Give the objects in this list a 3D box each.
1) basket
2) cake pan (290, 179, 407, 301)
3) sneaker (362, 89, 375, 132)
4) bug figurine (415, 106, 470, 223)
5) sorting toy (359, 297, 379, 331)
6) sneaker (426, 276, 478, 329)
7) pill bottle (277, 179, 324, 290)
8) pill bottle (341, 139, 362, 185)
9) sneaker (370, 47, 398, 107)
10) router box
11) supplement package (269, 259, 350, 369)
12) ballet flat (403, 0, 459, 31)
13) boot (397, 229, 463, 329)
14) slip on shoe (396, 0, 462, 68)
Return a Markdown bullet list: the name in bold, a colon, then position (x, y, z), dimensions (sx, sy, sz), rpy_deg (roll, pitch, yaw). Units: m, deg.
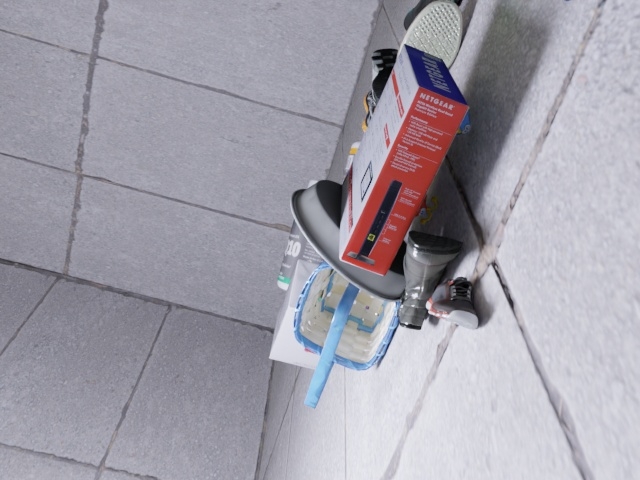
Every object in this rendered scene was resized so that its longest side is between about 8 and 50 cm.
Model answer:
- **basket**: position (0.045, 0.162, 1.370), dimensions (0.289, 0.201, 0.255), rpy_deg (-65, -5, -61)
- **cake pan**: position (0.072, -0.010, 1.311), dimensions (0.054, 0.293, 0.293), rpy_deg (-47, 16, 21)
- **sneaker**: position (0.188, -0.421, 2.195), dimensions (0.083, 0.084, 0.215), rpy_deg (-49, 26, 45)
- **bug figurine**: position (0.213, -0.177, 1.269), dimensions (0.216, 0.072, 0.279), rpy_deg (-79, 8, -48)
- **sorting toy**: position (0.106, 0.170, 1.564), dimensions (0.061, 0.042, 0.102), rpy_deg (118, 166, -66)
- **sneaker**: position (0.186, 0.080, 0.962), dimensions (0.158, 0.061, 0.065), rpy_deg (-140, 72, -83)
- **pill bottle**: position (0.000, 0.000, 2.227), dimensions (0.204, 0.204, 0.361), rpy_deg (-161, 86, -84)
- **pill bottle**: position (0.113, -0.072, 1.542), dimensions (0.162, 0.162, 0.278), rpy_deg (-147, 71, -84)
- **sneaker**: position (0.201, -0.410, 1.925), dimensions (0.330, 0.122, 0.146), rpy_deg (-85, -7, -55)
- **router box**: position (0.126, -0.150, 1.172), dimensions (0.335, 0.082, 0.301), rpy_deg (-84, 16, -63)
- **supplement package**: position (-0.027, 0.226, 2.021), dimensions (0.293, 0.177, 0.175), rpy_deg (111, 171, -49)
- **ballet flat**: position (0.265, -0.540, 1.675), dimensions (0.280, 0.095, 0.096), rpy_deg (133, 140, -78)
- **boot**: position (0.165, 0.070, 1.096), dimensions (0.246, 0.083, 0.161), rpy_deg (-9, -69, -83)
- **slip on shoe**: position (0.228, -0.393, 1.540), dimensions (0.331, 0.123, 0.101), rpy_deg (105, -179, -49)
